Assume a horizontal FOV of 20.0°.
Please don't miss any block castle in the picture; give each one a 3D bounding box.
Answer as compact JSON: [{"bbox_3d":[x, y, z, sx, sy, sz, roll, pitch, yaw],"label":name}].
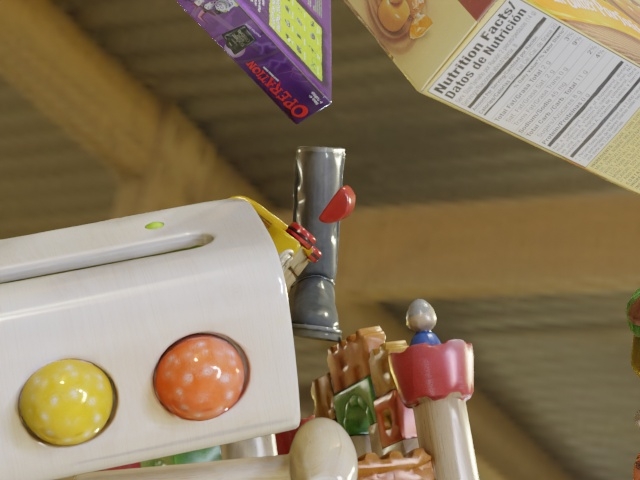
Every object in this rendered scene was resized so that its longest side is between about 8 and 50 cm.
[{"bbox_3d":[-0.045,0.209,1.918,0.303,0.212,0.453,-2,-16,-25],"label":"block castle"}]

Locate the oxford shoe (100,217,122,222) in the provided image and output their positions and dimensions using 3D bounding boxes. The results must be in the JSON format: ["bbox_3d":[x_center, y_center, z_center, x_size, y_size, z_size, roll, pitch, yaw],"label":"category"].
[{"bbox_3d":[-0.296,0.129,2.048,0.130,0.132,0.363,25,-51,-16],"label":"oxford shoe"}]

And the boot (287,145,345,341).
[{"bbox_3d":[-0.002,0.000,2.019,0.076,0.208,0.189,10,7,-11],"label":"boot"}]

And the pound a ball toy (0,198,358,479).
[{"bbox_3d":[-0.129,0.107,1.103,0.319,0.136,0.208,-10,-65,-10],"label":"pound a ball toy"}]

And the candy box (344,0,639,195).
[{"bbox_3d":[0.143,-0.132,1.175,0.316,0.183,0.087,19,-63,-45],"label":"candy box"}]

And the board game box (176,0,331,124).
[{"bbox_3d":[-0.068,-0.282,1.706,0.056,0.346,0.208,-27,-57,21],"label":"board game box"}]

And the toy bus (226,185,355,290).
[{"bbox_3d":[-0.071,0.013,1.613,0.104,0.191,0.202,37,-50,7],"label":"toy bus"}]

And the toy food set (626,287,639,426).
[{"bbox_3d":[0.304,0.053,1.488,0.128,0.218,0.071,-20,-70,20],"label":"toy food set"}]

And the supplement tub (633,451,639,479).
[{"bbox_3d":[0.370,0.297,1.477,0.194,0.193,0.316,-7,-63,30],"label":"supplement tub"}]
